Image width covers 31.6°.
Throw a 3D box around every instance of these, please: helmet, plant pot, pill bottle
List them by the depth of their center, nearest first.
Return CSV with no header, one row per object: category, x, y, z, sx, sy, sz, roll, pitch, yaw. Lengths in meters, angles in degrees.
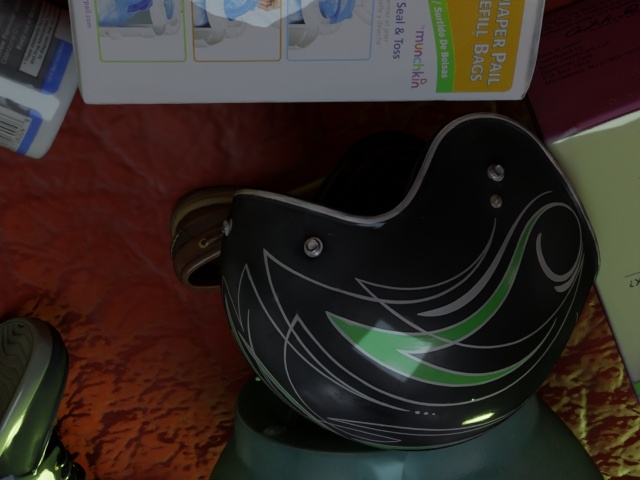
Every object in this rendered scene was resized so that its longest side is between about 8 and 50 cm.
helmet,0.037,0.022,0.556,0.161,0.169,0.169,-39,128,-16
pill bottle,-0.189,-0.100,0.558,0.137,0.078,0.078,22,124,-19
plant pot,0.047,0.171,0.682,0.293,0.293,0.196,-8,107,2

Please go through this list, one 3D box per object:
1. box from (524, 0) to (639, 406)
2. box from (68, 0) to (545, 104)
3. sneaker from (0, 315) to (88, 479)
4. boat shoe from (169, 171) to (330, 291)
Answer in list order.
box,0.244,-0.031,0.616,0.214,0.117,0.243,-21,126,12
box,-0.007,-0.134,0.519,0.203,0.114,0.103,-1,127,-4
sneaker,-0.189,0.144,0.764,0.118,0.083,0.222,10,122,-35
boat shoe,0.000,0.000,0.659,0.178,0.060,0.064,-8,128,2
